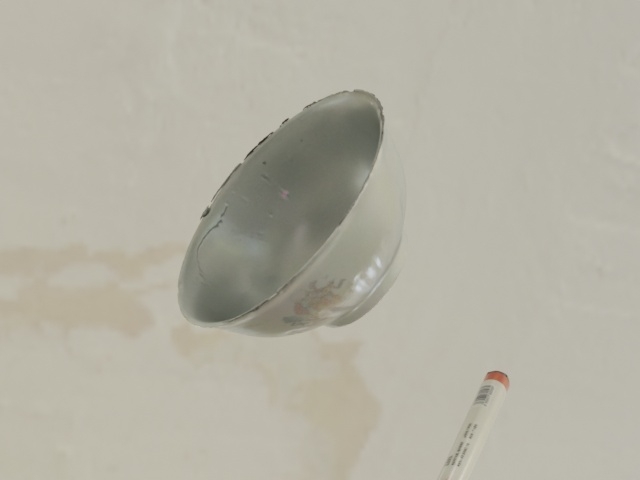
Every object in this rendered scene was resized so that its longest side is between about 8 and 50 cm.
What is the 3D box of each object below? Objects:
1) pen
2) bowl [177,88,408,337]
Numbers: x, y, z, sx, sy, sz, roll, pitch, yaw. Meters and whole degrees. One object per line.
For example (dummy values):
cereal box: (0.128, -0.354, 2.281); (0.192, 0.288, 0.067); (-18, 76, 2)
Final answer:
pen: (0.121, 0.182, 1.664); (0.028, 0.239, 0.028); (9, -59, 16)
bowl: (0.000, 0.000, 1.282); (0.189, 0.189, 0.086); (-33, -59, 31)
